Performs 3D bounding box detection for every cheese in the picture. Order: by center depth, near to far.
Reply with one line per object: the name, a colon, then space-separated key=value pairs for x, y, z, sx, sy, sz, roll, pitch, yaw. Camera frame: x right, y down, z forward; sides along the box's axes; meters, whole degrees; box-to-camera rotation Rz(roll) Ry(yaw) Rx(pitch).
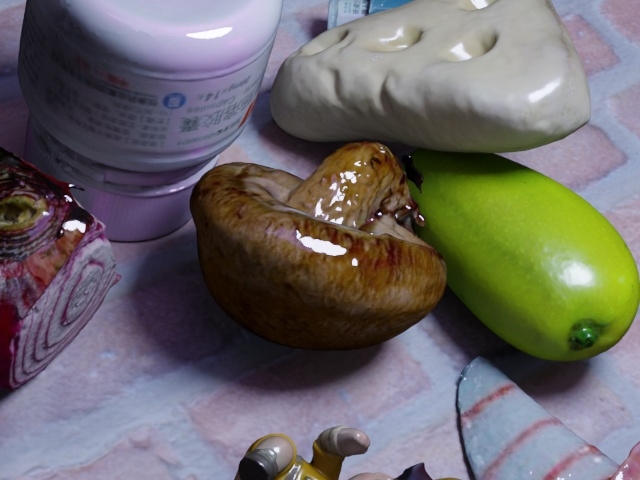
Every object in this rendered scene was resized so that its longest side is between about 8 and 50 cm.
cheese: x=0.130 y=-0.169 z=1.924 sx=0.351 sy=0.129 sz=0.328 roll=-23 pitch=32 yaw=-3

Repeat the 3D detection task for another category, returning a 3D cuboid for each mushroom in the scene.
mushroom: x=0.004 y=0.008 z=1.804 sx=0.263 sy=0.195 sz=0.283 roll=28 pitch=39 yaw=35

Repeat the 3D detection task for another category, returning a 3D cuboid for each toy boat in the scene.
toy boat: x=0.230 y=0.224 z=1.783 sx=0.206 sy=0.096 sz=0.282 roll=-36 pitch=58 yaw=-22

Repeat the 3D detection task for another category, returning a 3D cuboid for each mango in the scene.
mango: x=0.213 y=-0.001 z=1.911 sx=0.192 sy=0.156 sz=0.343 roll=-12 pitch=46 yaw=-39

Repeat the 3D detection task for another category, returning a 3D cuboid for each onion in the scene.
onion: x=-0.330 y=0.028 z=1.681 sx=0.207 sy=0.216 sz=0.206 roll=33 pitch=70 yaw=16

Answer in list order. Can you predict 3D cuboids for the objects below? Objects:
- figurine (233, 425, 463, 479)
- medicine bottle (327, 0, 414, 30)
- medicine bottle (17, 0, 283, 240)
figurine: x=0.034 y=0.273 z=1.608 sx=0.257 sy=0.167 sz=0.192 roll=30 pitch=71 yaw=6
medicine bottle: x=0.137 y=-0.251 z=2.144 sx=0.258 sy=0.124 sz=0.079 roll=4 pitch=47 yaw=1
medicine bottle: x=-0.190 y=-0.177 z=1.815 sx=0.256 sy=0.324 sz=0.256 roll=9 pitch=47 yaw=-10
